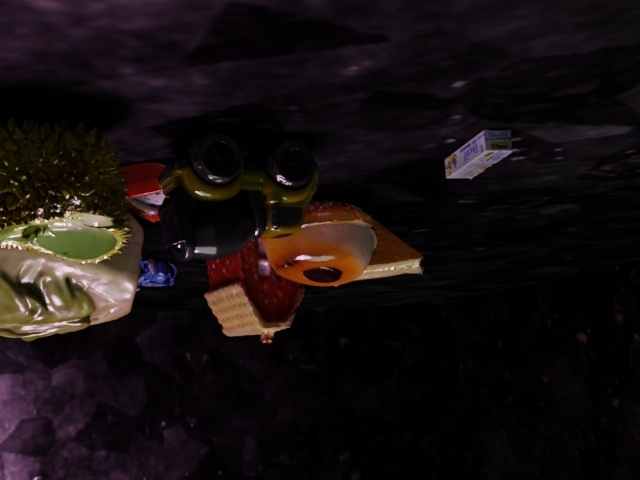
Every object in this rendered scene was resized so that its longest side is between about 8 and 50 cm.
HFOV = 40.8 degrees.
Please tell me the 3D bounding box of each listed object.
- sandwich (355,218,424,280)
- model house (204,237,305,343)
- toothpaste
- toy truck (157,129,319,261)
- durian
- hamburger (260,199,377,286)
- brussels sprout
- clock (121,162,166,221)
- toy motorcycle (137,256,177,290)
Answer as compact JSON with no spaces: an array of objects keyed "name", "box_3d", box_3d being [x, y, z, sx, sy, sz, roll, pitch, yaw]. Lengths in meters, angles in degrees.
[{"name":"sandwich","box_3d":[0.103,0.022,1.873,0.236,0.128,0.122,-6,167,6]},{"name":"model house","box_3d":[-0.141,0.093,1.800,0.160,0.253,0.196,5,166,-29]},{"name":"toothpaste","box_3d":[0.238,-0.127,1.303,0.046,0.034,0.164,-2,170,-13]},{"name":"toy truck","box_3d":[-0.112,-0.053,1.195,0.224,0.165,0.147,1,169,-29]},{"name":"durian","box_3d":[-0.343,-0.059,1.035,0.237,0.176,0.200,2,180,-5]},{"name":"hamburger","box_3d":[-0.004,0.001,1.635,0.237,0.147,0.237,-1,159,0]},{"name":"brussels sprout","box_3d":[-0.444,0.032,1.343,0.328,0.247,0.328,3,171,0]},{"name":"clock","box_3d":[-0.246,-0.076,1.327,0.113,0.061,0.155,-7,167,16]},{"name":"toy motorcycle","box_3d":[-0.428,0.083,2.161,0.114,0.076,0.205,-15,166,11]}]
